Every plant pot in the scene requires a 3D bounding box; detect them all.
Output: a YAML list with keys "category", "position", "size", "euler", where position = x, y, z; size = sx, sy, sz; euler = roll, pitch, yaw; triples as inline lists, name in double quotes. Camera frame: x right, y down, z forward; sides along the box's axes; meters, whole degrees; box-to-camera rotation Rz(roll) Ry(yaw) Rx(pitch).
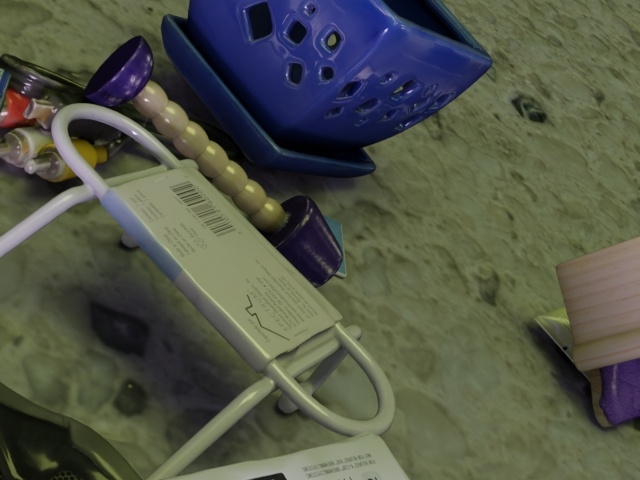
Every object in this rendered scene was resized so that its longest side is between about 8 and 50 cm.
- category: "plant pot"
  position: [-0.006, -0.198, 1.234]
  size: [0.236, 0.212, 0.236]
  euler: [51, 23, 21]

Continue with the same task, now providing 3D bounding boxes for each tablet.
- category: "tablet"
  position: [0.000, 0.000, 1.205]
  size: [0.054, 0.006, 0.083]
  euler: [23, 35, -22]

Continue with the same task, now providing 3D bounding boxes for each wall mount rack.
- category: "wall mount rack"
  position: [-0.125, 0.063, 0.902]
  size: [0.350, 0.130, 0.304]
  euler: [45, 29, 12]

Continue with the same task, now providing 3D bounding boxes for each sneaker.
- category: "sneaker"
  position: [-0.210, 0.146, 0.724]
  size: [0.227, 0.087, 0.130]
  euler: [31, 42, 8]

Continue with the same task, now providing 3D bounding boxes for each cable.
- category: "cable"
  position: [-0.197, -0.098, 1.119]
  size: [0.139, 0.072, 0.287]
  euler: [43, 19, 27]

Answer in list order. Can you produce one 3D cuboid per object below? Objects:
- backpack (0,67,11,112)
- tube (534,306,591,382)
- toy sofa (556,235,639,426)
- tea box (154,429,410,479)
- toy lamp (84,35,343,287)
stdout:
- category: "backpack"
  position: [-0.293, -0.112, 0.958]
  size: [0.084, 0.105, 0.114]
  euler: [22, 43, -24]
- category: "tube"
  position: [0.327, 0.087, 1.372]
  size: [0.070, 0.062, 0.240]
  euler: [9, 19, 37]
- category: "toy sofa"
  position: [0.428, 0.086, 1.319]
  size: [0.362, 0.150, 0.177]
  euler: [0, 73, -44]
- category: "tea box"
  position: [-0.053, 0.297, 0.573]
  size: [0.329, 0.220, 0.323]
  euler: [-3, 50, -46]
- category: "toy lamp"
  position: [-0.085, -0.059, 1.082]
  size: [0.275, 0.080, 0.080]
  euler: [42, 28, -24]
